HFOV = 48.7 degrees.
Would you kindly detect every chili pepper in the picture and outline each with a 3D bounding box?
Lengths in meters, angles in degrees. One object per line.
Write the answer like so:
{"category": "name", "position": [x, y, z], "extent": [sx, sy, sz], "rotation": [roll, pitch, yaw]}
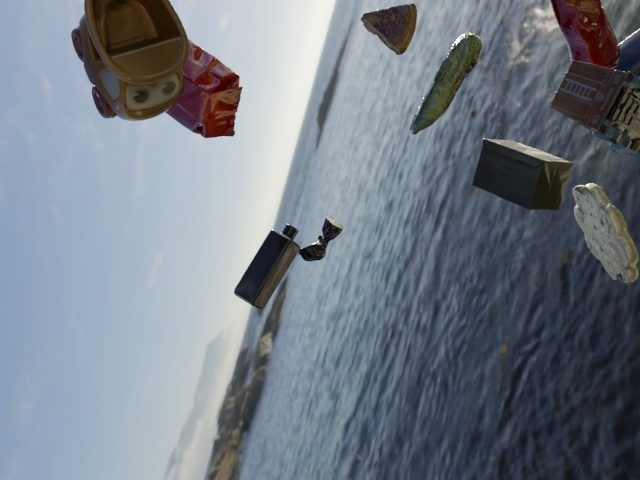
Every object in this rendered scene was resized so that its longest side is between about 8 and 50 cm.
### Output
{"category": "chili pepper", "position": [0.583, -0.476, 1.566], "extent": [0.110, 0.388, 0.110], "rotation": [-27, 28, 16]}

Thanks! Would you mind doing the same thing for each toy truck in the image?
{"category": "toy truck", "position": [0.611, -0.269, 1.471], "extent": [0.162, 0.305, 0.136], "rotation": [35, 107, 40]}
{"category": "toy truck", "position": [-0.409, -0.409, 1.533], "extent": [0.211, 0.204, 0.288], "rotation": [-3, 110, 62]}

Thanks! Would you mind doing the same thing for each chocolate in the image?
{"category": "chocolate", "position": [0.003, 0.002, 2.058], "extent": [0.147, 0.072, 0.070], "rotation": [-49, 10, 21]}

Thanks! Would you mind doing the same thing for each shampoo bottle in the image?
{"category": "shampoo bottle", "position": [-0.140, 0.067, 1.970], "extent": [0.246, 0.080, 0.079], "rotation": [-59, -26, -6]}

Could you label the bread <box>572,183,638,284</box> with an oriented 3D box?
{"category": "bread", "position": [0.794, -0.021, 1.966], "extent": [0.316, 0.054, 0.316], "rotation": [-23, -90, -86]}

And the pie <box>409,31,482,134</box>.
{"category": "pie", "position": [0.310, -0.378, 1.732], "extent": [0.277, 0.078, 0.277], "rotation": [-61, -5, -9]}

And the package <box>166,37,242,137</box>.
{"category": "package", "position": [-0.380, -0.433, 1.799], "extent": [0.123, 0.423, 0.196], "rotation": [-43, -12, -34]}

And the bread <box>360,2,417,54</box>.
{"category": "bread", "position": [0.201, -0.571, 1.851], "extent": [0.136, 0.154, 0.054], "rotation": [-44, -12, -8]}

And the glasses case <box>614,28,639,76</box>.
{"category": "glasses case", "position": [0.865, -0.500, 1.937], "extent": [0.314, 0.075, 0.122], "rotation": [-39, 44, 5]}

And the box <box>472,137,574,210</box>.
{"category": "box", "position": [0.590, -0.197, 2.085], "extent": [0.231, 0.155, 0.149], "rotation": [33, 117, 47]}
